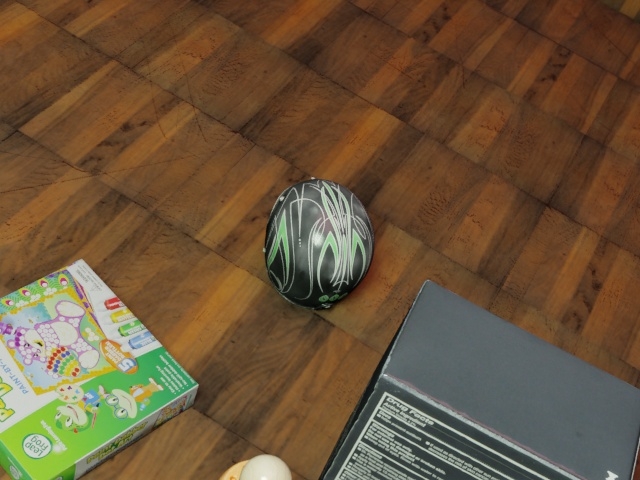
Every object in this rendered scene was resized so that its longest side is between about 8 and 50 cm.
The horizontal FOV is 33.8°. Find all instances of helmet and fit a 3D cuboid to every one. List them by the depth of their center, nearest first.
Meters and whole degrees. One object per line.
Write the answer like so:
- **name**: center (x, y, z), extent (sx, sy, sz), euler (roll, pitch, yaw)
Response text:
- **helmet**: center (0.000, 0.000, 1.514), extent (0.169, 0.162, 0.169), euler (11, 46, -12)

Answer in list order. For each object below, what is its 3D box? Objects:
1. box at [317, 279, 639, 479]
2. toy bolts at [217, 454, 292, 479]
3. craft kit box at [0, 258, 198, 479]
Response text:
- **box**: center (0.182, 0.253, 1.257), extent (0.296, 0.294, 0.183), euler (28, 45, 4)
- **toy bolts**: center (-0.073, 0.365, 1.145), extent (0.218, 0.159, 0.228), euler (-28, 63, -38)
- **craft kit box**: center (-0.325, 0.165, 1.310), extent (0.250, 0.061, 0.246), euler (43, 50, 19)
